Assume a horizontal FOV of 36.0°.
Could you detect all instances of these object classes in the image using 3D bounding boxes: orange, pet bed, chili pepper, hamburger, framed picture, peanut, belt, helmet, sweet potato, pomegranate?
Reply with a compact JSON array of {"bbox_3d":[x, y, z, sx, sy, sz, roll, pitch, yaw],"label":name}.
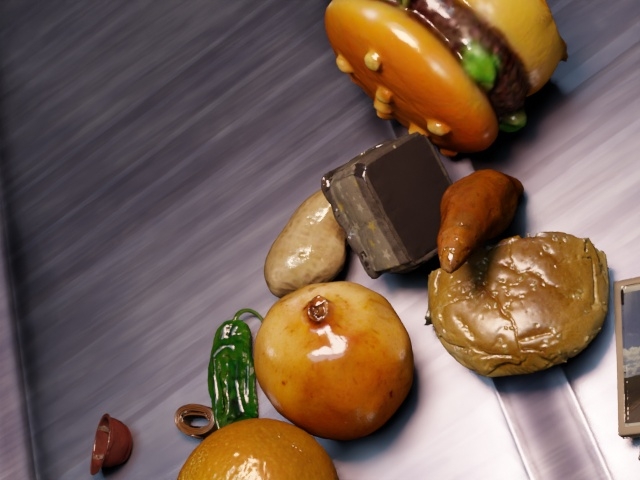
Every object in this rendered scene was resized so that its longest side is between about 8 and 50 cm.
[{"bbox_3d":[-0.093,0.407,1.515,0.274,0.274,0.274,-10,63,20],"label":"orange"},{"bbox_3d":[0.118,-0.054,1.666,0.183,0.210,0.159,-33,7,-31],"label":"pet bed"},{"bbox_3d":[-0.151,0.241,1.741,0.100,0.074,0.256,-12,66,15],"label":"chili pepper"},{"bbox_3d":[0.308,0.117,1.558,0.309,0.132,0.211,-12,58,16],"label":"hamburger"},{"bbox_3d":[0.527,0.160,1.457,0.189,0.023,0.259,-16,54,38],"label":"framed picture"},{"bbox_3d":[0.000,0.000,1.760,0.137,0.122,0.253,22,72,31],"label":"peanut"},{"bbox_3d":[-0.216,0.321,1.749,0.083,0.036,0.059,2,74,25],"label":"belt"},{"bbox_3d":[-0.373,0.372,1.780,0.089,0.057,0.111,-19,59,57],"label":"helmet"},{"bbox_3d":[0.186,-0.338,1.685,0.277,0.396,0.396,-48,57,-3],"label":"hamburger"},{"bbox_3d":[0.248,-0.048,1.576,0.112,0.359,0.112,12,114,29],"label":"sweet potato"},{"bbox_3d":[0.019,0.183,1.582,0.264,0.264,0.264,-10,63,20],"label":"pomegranate"}]

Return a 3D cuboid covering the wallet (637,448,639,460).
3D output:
[{"bbox_3d":[0.591,0.290,1.395,0.236,0.055,0.160,20,70,34],"label":"wallet"}]
